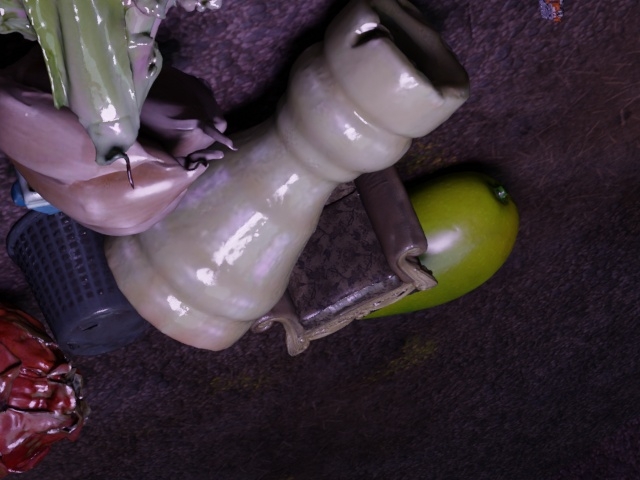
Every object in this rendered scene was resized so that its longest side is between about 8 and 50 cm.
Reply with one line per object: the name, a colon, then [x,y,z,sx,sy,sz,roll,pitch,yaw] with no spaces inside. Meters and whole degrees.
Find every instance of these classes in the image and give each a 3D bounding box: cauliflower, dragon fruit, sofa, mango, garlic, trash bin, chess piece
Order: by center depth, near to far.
cauliflower: [-0.198,-0.206,1.424,0.256,0.239,0.315,-8,105,-25]
garlic: [-0.217,-0.115,1.587,0.292,0.210,0.237,20,168,6]
chess piece: [-0.036,-0.089,1.811,0.442,0.234,0.234,-44,147,24]
trash bin: [-0.285,0.052,1.934,0.175,0.161,0.175,-17,154,-9]
dragon fruit: [-0.427,0.191,1.965,0.299,0.244,0.244,14,157,15]
sofa: [0.000,0.000,2.015,0.258,0.200,0.182,-26,155,9]
mango: [0.118,0.022,2.193,0.343,0.156,0.192,-24,145,10]

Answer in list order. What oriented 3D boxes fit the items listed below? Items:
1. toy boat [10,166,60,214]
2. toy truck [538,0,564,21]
toy boat: [-0.251,-0.102,1.759,0.215,0.088,0.102,-17,149,-8]
toy truck: [0.277,-0.293,1.884,0.032,0.024,0.083,3,160,14]
